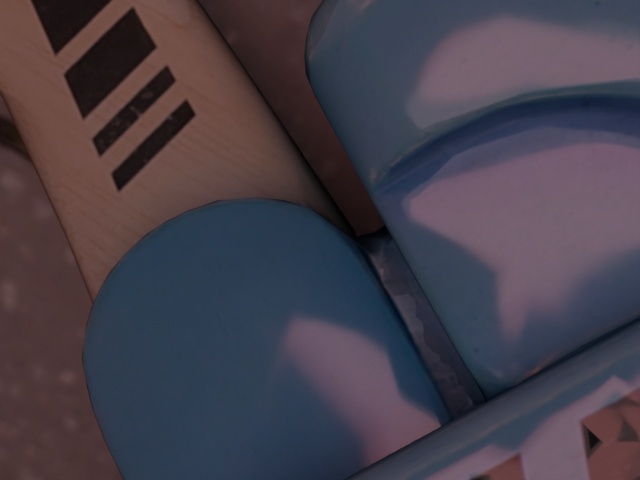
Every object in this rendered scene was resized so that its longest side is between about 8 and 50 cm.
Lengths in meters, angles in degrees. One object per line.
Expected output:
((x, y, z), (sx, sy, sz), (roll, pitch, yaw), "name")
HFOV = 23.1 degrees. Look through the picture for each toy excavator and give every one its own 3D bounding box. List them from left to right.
((0.000, 0.000, 0.423), (0.433, 0.222, 0.445), (-29, 79, 6), "toy excavator")
